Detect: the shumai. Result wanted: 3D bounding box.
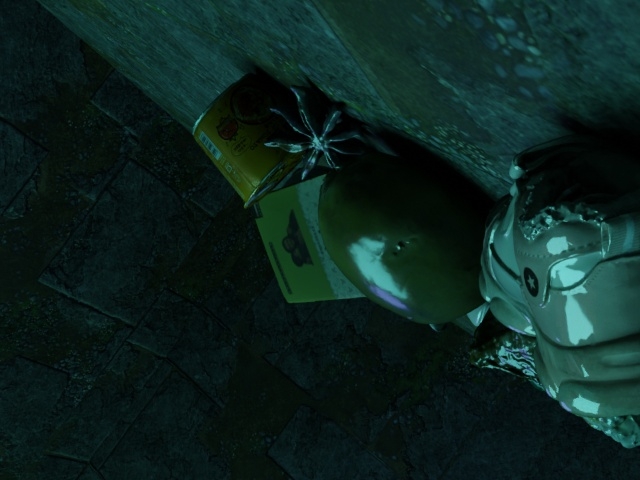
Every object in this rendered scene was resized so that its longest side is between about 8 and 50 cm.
[{"bbox_3d":[0.349,0.108,1.209,0.218,0.184,0.185,8,126,23],"label":"shumai"}]

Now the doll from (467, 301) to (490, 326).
[{"bbox_3d":[0.208,0.041,1.428,0.384,0.188,0.099,42,156,28],"label":"doll"}]

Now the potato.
[{"bbox_3d":[0.142,0.004,1.224,0.326,0.221,0.243,42,-177,-27],"label":"potato"}]

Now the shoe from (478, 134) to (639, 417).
[{"bbox_3d":[0.248,-0.006,0.738,0.351,0.172,0.198,-104,0,-67],"label":"shoe"}]

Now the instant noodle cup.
[{"bbox_3d":[-0.119,-0.190,1.440,0.172,0.216,0.216,45,177,0],"label":"instant noodle cup"}]

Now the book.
[{"bbox_3d":[0.000,0.000,1.485,0.352,0.035,0.239,-12,99,53],"label":"book"}]

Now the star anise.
[{"bbox_3d":[-0.005,-0.171,1.283,0.204,0.061,0.181,38,135,-25],"label":"star anise"}]

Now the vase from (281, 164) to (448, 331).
[{"bbox_3d":[0.108,0.015,1.635,0.445,0.250,0.250,27,173,25],"label":"vase"}]

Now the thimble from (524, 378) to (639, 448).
[{"bbox_3d":[0.487,0.232,1.369,0.254,0.167,0.288,35,178,-6],"label":"thimble"}]
